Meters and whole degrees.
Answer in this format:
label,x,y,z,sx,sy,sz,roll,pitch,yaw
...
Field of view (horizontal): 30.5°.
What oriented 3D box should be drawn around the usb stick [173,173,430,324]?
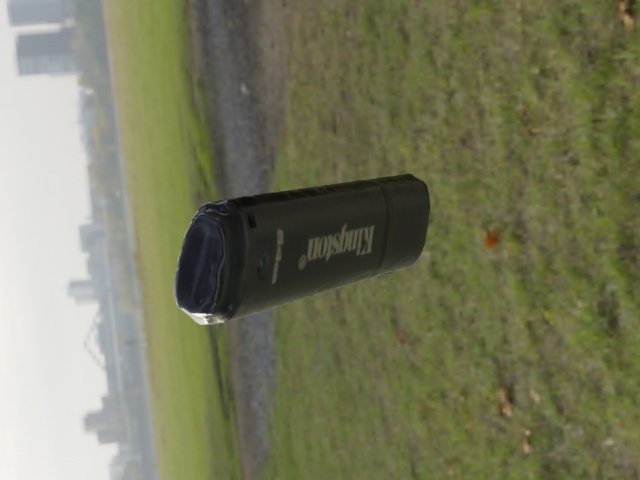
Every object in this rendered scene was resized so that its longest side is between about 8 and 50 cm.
label,x,y,z,sx,sy,sz,roll,pitch,yaw
usb stick,0.000,0.000,0.764,0.278,0.045,0.077,-12,-60,-61
